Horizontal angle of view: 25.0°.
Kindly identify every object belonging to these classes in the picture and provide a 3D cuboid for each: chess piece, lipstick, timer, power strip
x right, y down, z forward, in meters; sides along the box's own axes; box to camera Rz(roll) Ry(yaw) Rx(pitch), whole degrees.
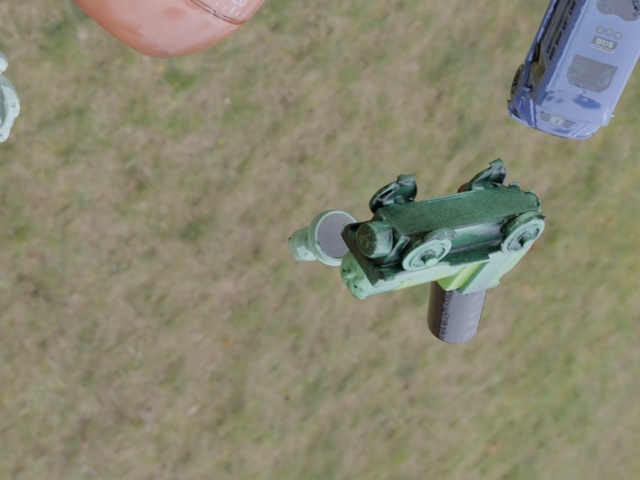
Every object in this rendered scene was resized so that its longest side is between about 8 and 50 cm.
[{"bbox_3d":[0.000,0.000,1.751,0.067,0.067,0.103,-31,-172,-25],"label":"chess piece"},{"bbox_3d":[0.185,0.029,1.883,0.081,0.081,0.299,-32,150,-22],"label":"lipstick"},{"bbox_3d":[-0.149,-0.302,1.425,0.215,0.229,0.230,-45,159,10],"label":"timer"},{"bbox_3d":[-0.297,-0.130,1.292,0.035,0.055,0.083,-32,125,-82],"label":"power strip"}]

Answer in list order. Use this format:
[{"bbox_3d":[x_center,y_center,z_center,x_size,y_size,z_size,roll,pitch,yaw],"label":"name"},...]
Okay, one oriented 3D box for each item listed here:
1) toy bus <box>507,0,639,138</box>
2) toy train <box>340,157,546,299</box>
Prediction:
[{"bbox_3d":[0.334,-0.243,1.786,0.133,0.126,0.292,-82,-170,-56],"label":"toy bus"},{"bbox_3d":[0.103,0.002,1.265,0.200,0.083,0.132,-9,147,-35],"label":"toy train"}]
